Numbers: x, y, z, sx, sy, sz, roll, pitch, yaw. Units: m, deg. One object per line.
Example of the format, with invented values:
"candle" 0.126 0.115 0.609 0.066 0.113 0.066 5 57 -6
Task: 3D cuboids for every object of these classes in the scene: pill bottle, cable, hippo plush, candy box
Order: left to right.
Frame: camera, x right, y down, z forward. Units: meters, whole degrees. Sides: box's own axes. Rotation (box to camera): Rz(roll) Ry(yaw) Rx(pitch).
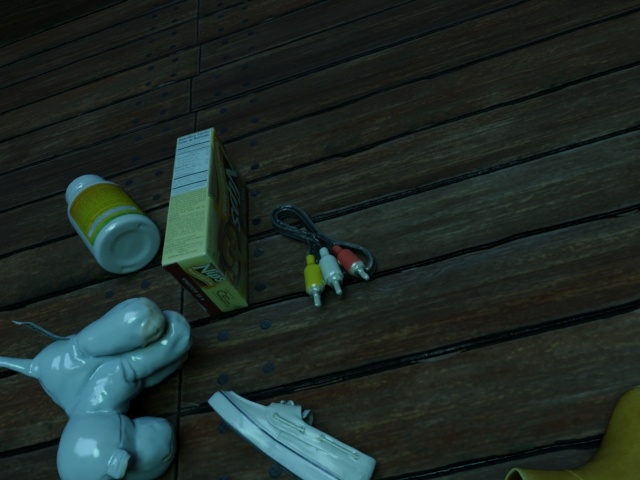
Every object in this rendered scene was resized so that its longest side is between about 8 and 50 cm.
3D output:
"pill bottle" -0.460 -0.046 1.108 0.136 0.136 0.245 -42 52 -13
"hippo plush" -0.303 0.238 0.765 0.234 0.294 0.237 -37 56 19
"candy box" -0.209 -0.040 0.982 0.087 0.183 0.316 -14 51 8
"cable" 0.000 0.000 0.949 0.139 0.072 0.287 -26 50 -7

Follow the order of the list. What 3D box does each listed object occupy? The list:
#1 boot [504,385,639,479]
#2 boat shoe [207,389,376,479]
"boot" 0.295 0.271 0.554 0.211 0.104 0.295 26 64 -15
"boat shoe" -0.045 0.279 0.743 0.267 0.096 0.088 22 60 30
